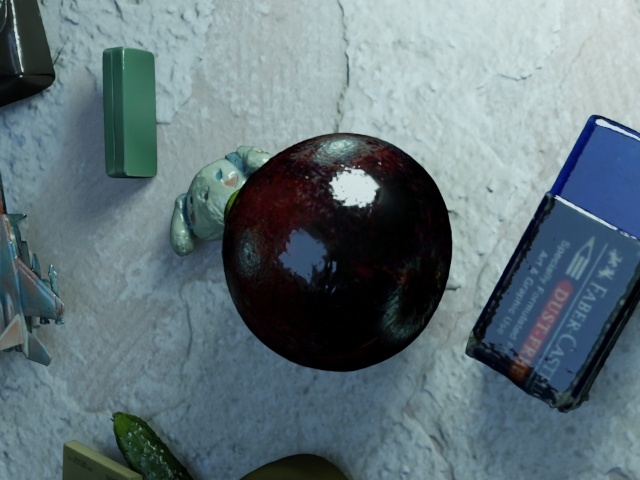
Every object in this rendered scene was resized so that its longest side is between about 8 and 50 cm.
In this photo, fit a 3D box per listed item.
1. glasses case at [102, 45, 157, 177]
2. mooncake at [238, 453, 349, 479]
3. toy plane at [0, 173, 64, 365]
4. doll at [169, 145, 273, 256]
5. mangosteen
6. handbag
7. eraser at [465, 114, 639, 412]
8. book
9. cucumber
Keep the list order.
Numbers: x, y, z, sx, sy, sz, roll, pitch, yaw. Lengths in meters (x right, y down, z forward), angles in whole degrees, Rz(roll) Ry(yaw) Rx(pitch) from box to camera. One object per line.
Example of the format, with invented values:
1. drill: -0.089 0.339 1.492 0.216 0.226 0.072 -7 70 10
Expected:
1. glasses case: -0.273 -0.182 1.497 0.039 0.077 0.184 0 92 28
2. mooncake: -0.044 0.411 1.394 0.234 0.117 0.235 1 92 27
3. toy plane: -0.481 0.030 1.592 0.222 0.104 0.326 -2 87 24
4. doll: -0.137 -0.059 1.445 0.214 0.071 0.104 -41 54 29
5. mangosteen: 0.007 0.005 1.259 0.300 0.300 0.300 1 93 25
6. handbag: -0.544 -0.337 1.605 0.257 0.113 0.285 -18 85 32
7. eraser: 0.309 0.031 1.222 0.155 0.101 0.332 31 105 20
8. book: -0.326 0.428 1.543 0.161 0.026 0.231 16 107 37
9. cucumber: -0.234 0.334 1.509 0.069 0.069 0.227 -48 71 19
